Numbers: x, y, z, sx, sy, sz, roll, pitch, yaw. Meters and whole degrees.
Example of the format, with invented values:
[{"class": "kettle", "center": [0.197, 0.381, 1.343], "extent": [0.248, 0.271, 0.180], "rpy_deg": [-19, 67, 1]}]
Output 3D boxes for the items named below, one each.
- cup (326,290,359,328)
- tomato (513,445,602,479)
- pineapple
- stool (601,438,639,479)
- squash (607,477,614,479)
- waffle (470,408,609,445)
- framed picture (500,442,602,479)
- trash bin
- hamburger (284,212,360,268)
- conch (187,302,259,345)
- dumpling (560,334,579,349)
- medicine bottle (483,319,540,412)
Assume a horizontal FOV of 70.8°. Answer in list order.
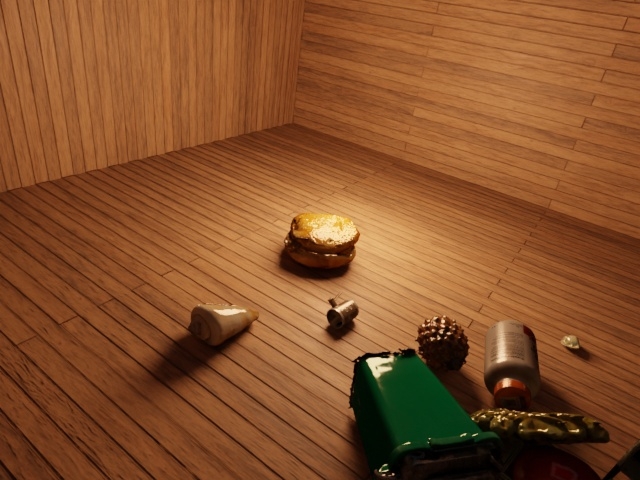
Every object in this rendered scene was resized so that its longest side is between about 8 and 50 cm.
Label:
[{"class": "cup", "center": [0.070, 0.242, 1.564], "extent": [0.099, 0.074, 0.102], "rpy_deg": [-21, 61, -44]}, {"class": "tomato", "center": [0.540, 0.552, 1.016], "extent": [0.195, 0.195, 0.136], "rpy_deg": [22, 69, 23]}, {"class": "pineapple", "center": [0.389, 0.336, 1.417], "extent": [0.166, 0.166, 0.193], "rpy_deg": [1, 30, -14]}, {"class": "stool", "center": [0.811, 0.598, 1.033], "extent": [0.269, 0.171, 0.243], "rpy_deg": [-13, 40, -34]}, {"class": "squash", "center": [0.571, 0.624, 0.881], "extent": [0.236, 0.155, 0.204], "rpy_deg": [1, 45, -49]}, {"class": "waffle", "center": [0.533, 0.462, 1.130], "extent": [0.316, 0.073, 0.297], "rpy_deg": [-2, -17, 10]}, {"class": "framed picture", "center": [0.603, 0.611, 1.130], "extent": [0.273, 0.016, 0.216], "rpy_deg": [31, 37, 34]}, {"class": "trash bin", "center": [0.200, 0.462, 1.068], "extent": [0.294, 0.259, 0.381], "rpy_deg": [-1, 24, -15]}, {"class": "hamburger", "center": [0.000, 0.000, 1.879], "extent": [0.313, 0.170, 0.290], "rpy_deg": [2, 27, -9]}, {"class": "conch", "center": [-0.306, 0.266, 1.418], "extent": [0.255, 0.127, 0.158], "rpy_deg": [11, -10, -43]}, {"class": "dumpling", "center": [0.893, 0.365, 1.613], "extent": [0.059, 0.043, 0.077], "rpy_deg": [-2, 43, 14]}, {"class": "medicine bottle", "center": [0.582, 0.385, 1.376], "extent": [0.156, 0.157, 0.289], "rpy_deg": [16, 31, 13]}]
